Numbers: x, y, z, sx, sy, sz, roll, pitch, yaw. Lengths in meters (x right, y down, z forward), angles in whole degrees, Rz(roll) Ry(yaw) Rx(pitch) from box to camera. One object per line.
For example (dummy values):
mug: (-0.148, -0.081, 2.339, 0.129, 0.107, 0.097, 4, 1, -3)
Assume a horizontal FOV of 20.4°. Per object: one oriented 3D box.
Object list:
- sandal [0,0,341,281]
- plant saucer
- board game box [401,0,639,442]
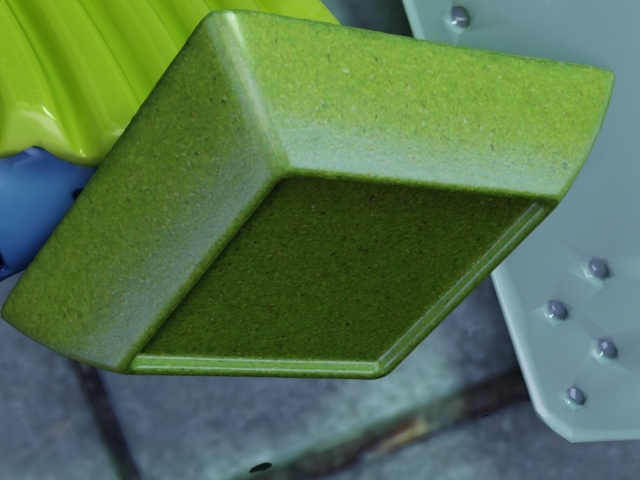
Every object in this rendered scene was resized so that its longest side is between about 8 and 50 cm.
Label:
sandal: (-0.135, -0.033, 0.709, 0.317, 0.126, 0.138, -10, 144, -14)
plant saucer: (0.000, 0.000, 0.682, 0.188, 0.045, 0.188, 4, 143, -35)
board game box: (0.205, -0.115, 0.635, 0.390, 0.050, 0.390, -7, 110, 36)
